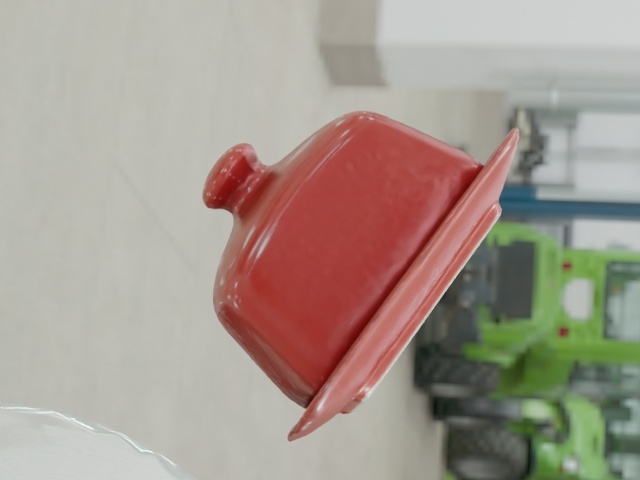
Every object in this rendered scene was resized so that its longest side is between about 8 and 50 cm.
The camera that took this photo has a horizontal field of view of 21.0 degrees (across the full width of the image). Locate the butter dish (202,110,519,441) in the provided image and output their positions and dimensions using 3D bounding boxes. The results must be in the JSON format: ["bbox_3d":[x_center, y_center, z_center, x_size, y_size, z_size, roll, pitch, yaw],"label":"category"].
[{"bbox_3d":[0.000,0.000,0.778,0.160,0.118,0.160,-54,176,-9],"label":"butter dish"}]

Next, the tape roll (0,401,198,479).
[{"bbox_3d":[-0.160,0.263,1.013,0.072,0.392,0.392,-55,-171,33],"label":"tape roll"}]
